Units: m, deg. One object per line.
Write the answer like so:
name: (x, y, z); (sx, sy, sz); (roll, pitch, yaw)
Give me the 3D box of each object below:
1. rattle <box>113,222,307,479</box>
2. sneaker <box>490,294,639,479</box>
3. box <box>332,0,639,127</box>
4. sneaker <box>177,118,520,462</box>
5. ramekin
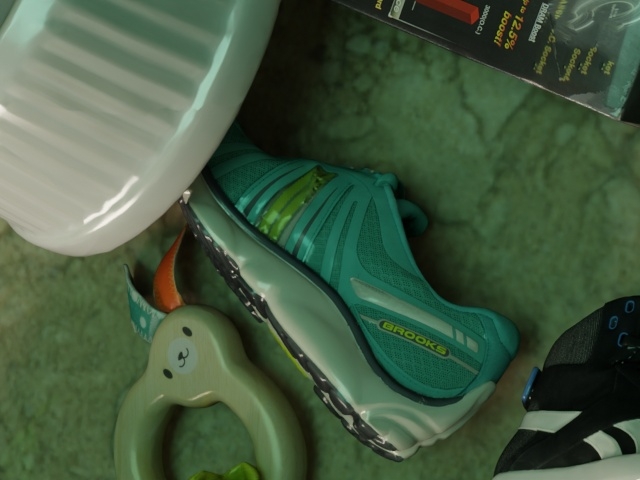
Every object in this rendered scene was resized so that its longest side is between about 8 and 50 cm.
rattle: (-0.098, 0.094, 1.095); (0.130, 0.143, 0.199); (-14, 88, 48)
sneaker: (0.169, 0.077, 0.934); (0.217, 0.079, 0.121); (-11, 53, 50)
box: (0.120, -0.242, 1.008); (0.242, 0.076, 0.307); (26, 101, 28)
sneaker: (0.000, 0.000, 1.075); (0.110, 0.107, 0.275); (-37, 63, -8)
ramekin: (-0.146, -0.138, 1.070); (0.273, 0.127, 0.273); (-30, 50, 42)
